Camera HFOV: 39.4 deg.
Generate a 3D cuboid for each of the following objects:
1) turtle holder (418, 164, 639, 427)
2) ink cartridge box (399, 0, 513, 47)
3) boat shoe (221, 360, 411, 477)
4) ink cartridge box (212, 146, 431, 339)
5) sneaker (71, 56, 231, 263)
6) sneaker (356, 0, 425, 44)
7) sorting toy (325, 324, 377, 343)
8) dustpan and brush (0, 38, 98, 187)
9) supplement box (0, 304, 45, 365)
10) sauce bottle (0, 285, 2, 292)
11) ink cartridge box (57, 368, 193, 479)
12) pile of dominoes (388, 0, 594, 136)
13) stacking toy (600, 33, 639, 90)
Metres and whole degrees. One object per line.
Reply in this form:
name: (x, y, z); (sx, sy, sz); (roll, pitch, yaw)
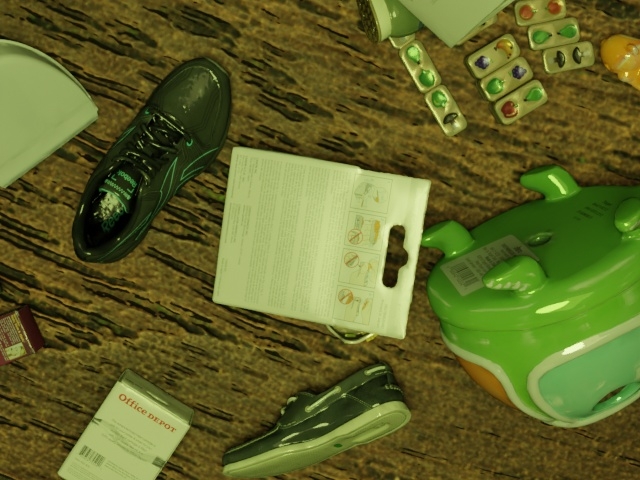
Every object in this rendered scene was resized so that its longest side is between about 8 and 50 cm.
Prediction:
turtle holder: (0.278, 0.052, 0.963); (0.320, 0.243, 0.227); (-35, 113, -28)
ink cartridge box: (0.095, -0.433, 0.869); (0.395, 0.166, 0.285); (41, 75, -6)
boat shoe: (-0.011, 0.216, 1.049); (0.233, 0.084, 0.079); (-25, 59, 9)
ink cartridge box: (0.000, 0.000, 0.997); (0.224, 0.056, 0.181); (10, 97, 9)
sneaker: (-0.184, -0.082, 0.980); (0.101, 0.106, 0.267); (33, 94, -4)
sneaker: (0.073, -0.312, 0.967); (0.086, 0.064, 0.192); (-14, 87, -10)
sorting toy: (0.051, 0.097, 1.022); (0.083, 0.075, 0.045); (-28, 97, 3)
dustpan and brush: (-0.357, -0.180, 0.959); (0.147, 0.060, 0.211); (-40, 130, -12)
supplement box: (-0.371, 0.115, 1.031); (0.083, 0.043, 0.055); (-20, 97, 2)
sauce bottle: (-0.398, 0.005, 1.018); (0.042, 0.042, 0.128); (-20, 100, 1)
ink cartridge box: (-0.225, 0.234, 1.044); (0.099, 0.056, 0.135); (34, 96, -6)
pile of dominoes: (0.174, -0.255, 0.996); (0.196, 0.040, 0.251); (-31, 98, 3)
stacking toy: (0.436, -0.135, 0.979); (0.302, 0.175, 0.166); (38, 95, 8)
